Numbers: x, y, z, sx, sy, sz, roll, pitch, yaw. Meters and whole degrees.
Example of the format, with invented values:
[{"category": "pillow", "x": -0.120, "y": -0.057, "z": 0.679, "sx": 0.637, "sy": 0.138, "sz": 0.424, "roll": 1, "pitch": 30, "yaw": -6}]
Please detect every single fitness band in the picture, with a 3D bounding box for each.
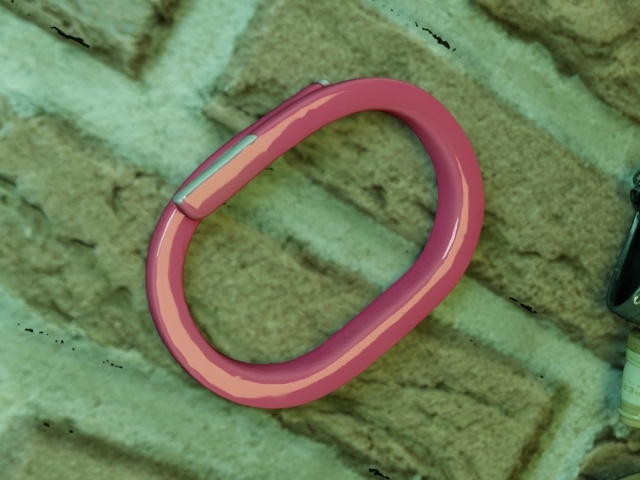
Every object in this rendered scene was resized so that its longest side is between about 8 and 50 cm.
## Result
[{"category": "fitness band", "x": 0.000, "y": 0.000, "z": 0.687, "sx": 0.291, "sy": 0.054, "sz": 0.209, "roll": -39, "pitch": 110, "yaw": -13}]

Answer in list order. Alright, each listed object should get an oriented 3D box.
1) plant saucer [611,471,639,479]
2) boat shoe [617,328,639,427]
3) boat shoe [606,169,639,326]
[{"category": "plant saucer", "x": 0.301, "y": 0.354, "z": 0.848, "sx": 0.278, "sy": 0.041, "sz": 0.278, "roll": -3, "pitch": 97, "yaw": -21}, {"category": "boat shoe", "x": 0.416, "y": 0.150, "z": 0.846, "sx": 0.285, "sy": 0.104, "sz": 0.089, "roll": 11, "pitch": 96, "yaw": -12}, {"category": "boat shoe", "x": 0.317, "y": -0.031, "z": 0.798, "sx": 0.076, "sy": 0.080, "sz": 0.228, "roll": 16, "pitch": 95, "yaw": -20}]
